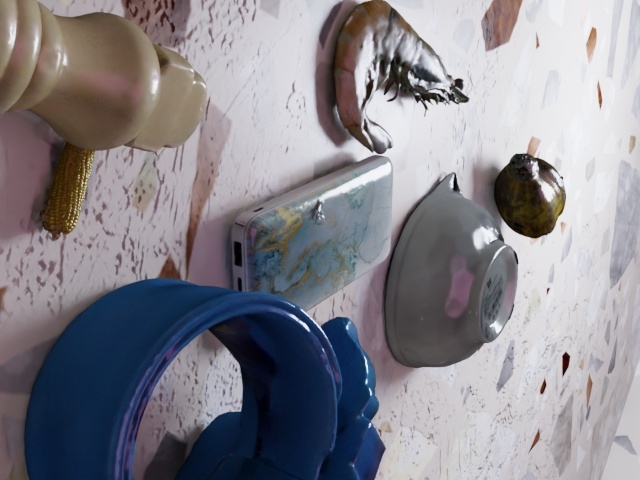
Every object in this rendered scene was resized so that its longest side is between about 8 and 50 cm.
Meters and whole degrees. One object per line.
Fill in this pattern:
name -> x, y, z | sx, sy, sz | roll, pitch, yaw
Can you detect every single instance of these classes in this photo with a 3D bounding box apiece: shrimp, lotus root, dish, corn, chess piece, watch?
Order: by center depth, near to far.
chess piece -> -0.204, -0.120, 0.457 | 0.397, 0.117, 0.117 | 10, 91, -59
corn -> -0.190, -0.040, 0.584 | 0.028, 0.027, 0.083 | 16, 83, -25
watch -> -0.072, 0.141, 0.663 | 0.275, 0.241, 0.305 | 54, 54, -32
shrimp -> 0.104, -0.178, 0.970 | 0.296, 0.058, 0.169 | 19, 86, -52
dish -> 0.212, 0.064, 1.152 | 0.303, 0.120, 0.303 | -24, 120, -51
lotus root -> 0.356, -0.078, 1.340 | 0.120, 0.120, 0.209 | -63, 144, -23

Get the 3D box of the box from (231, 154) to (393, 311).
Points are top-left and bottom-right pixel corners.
box -> 0.000, 0.000, 0.878 | 0.285, 0.044, 0.142 | -29, 128, -50
